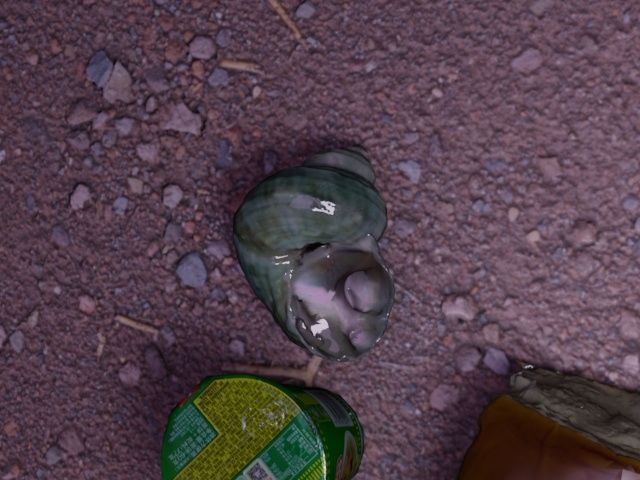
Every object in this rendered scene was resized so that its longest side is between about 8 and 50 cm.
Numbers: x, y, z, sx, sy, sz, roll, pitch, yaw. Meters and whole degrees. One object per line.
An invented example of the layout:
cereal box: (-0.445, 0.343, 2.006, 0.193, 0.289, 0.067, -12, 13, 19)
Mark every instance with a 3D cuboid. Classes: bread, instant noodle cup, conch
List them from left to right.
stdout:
instant noodle cup: (-0.050, 0.251, 1.280, 0.207, 0.232, 0.207, -1, 87, 21)
conch: (0.000, 0.000, 1.313, 0.220, 0.195, 0.277, 17, 70, 0)
bread: (0.268, 0.301, 1.166, 0.250, 0.225, 0.279, 20, 99, 21)
